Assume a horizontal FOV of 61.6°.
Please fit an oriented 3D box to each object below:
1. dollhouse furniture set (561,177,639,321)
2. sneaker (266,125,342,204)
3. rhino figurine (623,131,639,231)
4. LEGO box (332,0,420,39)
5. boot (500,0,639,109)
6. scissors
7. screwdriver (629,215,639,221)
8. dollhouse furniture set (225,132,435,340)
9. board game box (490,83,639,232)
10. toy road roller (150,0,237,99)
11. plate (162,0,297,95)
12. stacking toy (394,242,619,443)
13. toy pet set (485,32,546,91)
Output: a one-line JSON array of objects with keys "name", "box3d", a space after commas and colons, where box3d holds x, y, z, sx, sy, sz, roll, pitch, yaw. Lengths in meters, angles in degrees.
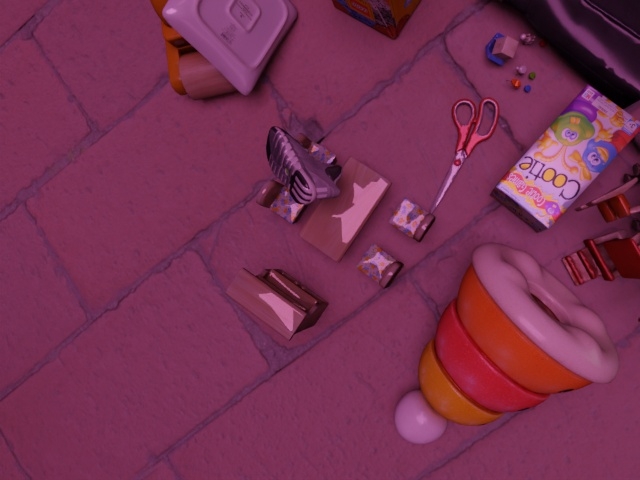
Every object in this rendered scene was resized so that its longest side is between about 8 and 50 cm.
[{"name": "dollhouse furniture set", "box3d": [0.593, 0.038, 1.072, 0.135, 0.259, 0.261, -27, 82, 8]}, {"name": "sneaker", "box3d": [-0.026, -0.162, 1.163, 0.228, 0.132, 0.086, 62, 143, 34]}, {"name": "rhino figurine", "box3d": [0.714, -0.144, 1.147, 0.107, 0.073, 0.243, -6, 85, -2]}, {"name": "LEGO box", "box3d": [0.204, -0.754, 1.138, 0.193, 0.372, 0.500, 35, 95, 12]}, {"name": "boot", "box3d": [0.625, -0.557, 1.149, 0.445, 0.146, 0.367, 44, 100, 12]}, {"name": "scissors", "box3d": [0.339, -0.196, 1.262, 0.109, 0.021, 0.296, 13, 89, 11]}, {"name": "screwdriver", "box3d": [0.738, -0.020, 1.169, 0.170, 0.025, 0.024, 31, 95, 21]}, {"name": "dollhouse furniture set", "box3d": [0.000, 0.000, 1.210, 0.362, 0.256, 0.394, 34, 95, 12]}, {"name": "board game box", "box3d": [0.519, -0.167, 1.158, 0.144, 0.142, 0.275, 42, 97, 11]}, {"name": "toy road roller", "box3d": [-0.305, -0.534, 1.311, 0.203, 0.240, 0.329, -9, 85, 13]}, {"name": "plate", "box3d": [-0.188, -0.530, 1.249, 0.045, 0.277, 0.277, 14, 71, 46]}, {"name": "stacking toy", "box3d": [0.332, 0.272, 1.147, 0.351, 0.351, 0.479, 43, 116, 11]}, {"name": "toy pet set", "box3d": [0.441, -0.419, 1.242, 0.114, 0.065, 0.122, 17, 95, -22]}]
